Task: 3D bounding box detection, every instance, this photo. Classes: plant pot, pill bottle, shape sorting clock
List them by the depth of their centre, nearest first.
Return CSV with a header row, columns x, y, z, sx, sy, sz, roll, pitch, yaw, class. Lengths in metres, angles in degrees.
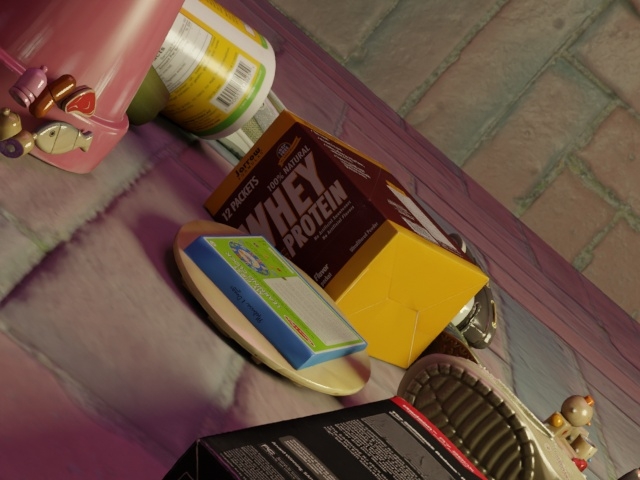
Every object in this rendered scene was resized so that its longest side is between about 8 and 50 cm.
x,y,z,sx,sy,sz,roll,pitch,yaw,class
-0.214,-0.187,1.301,0.201,0.180,0.201,40,11,-9,plant pot
-0.041,0.057,1.312,0.206,0.040,0.206,38,15,-12,shape sorting clock
-0.195,-0.160,1.553,0.079,0.083,0.083,48,6,-33,plant pot
-0.177,-0.221,1.660,0.246,0.136,0.136,32,15,-39,pill bottle

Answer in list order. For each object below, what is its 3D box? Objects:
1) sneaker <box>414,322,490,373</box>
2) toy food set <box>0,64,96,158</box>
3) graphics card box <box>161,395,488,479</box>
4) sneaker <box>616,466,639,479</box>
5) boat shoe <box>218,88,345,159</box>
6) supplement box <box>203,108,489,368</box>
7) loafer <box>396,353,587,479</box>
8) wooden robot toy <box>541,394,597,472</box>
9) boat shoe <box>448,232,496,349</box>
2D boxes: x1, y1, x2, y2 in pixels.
x,y,z,sx,sy,sz,roll,pitch,yaw,class
0.135,0.122,1.591,0.086,0.064,0.192,19,21,-51,sneaker
-0.214,-0.099,1.193,0.019,0.078,0.122,30,22,33,toy food set
0.049,0.210,0.910,0.233,0.094,0.371,45,11,14,graphics card box
0.387,0.324,1.556,0.314,0.116,0.136,32,16,-40,sneaker
-0.037,-0.121,1.839,0.320,0.103,0.118,41,11,-2,boat shoe
0.026,0.001,1.525,0.194,0.129,0.191,49,14,33,supplement box
0.164,0.202,1.334,0.268,0.102,0.092,49,9,-9,loafer
0.287,0.212,1.732,0.076,0.079,0.173,47,13,25,wooden robot toy
0.172,0.065,1.917,0.069,0.081,0.227,41,18,-17,boat shoe
